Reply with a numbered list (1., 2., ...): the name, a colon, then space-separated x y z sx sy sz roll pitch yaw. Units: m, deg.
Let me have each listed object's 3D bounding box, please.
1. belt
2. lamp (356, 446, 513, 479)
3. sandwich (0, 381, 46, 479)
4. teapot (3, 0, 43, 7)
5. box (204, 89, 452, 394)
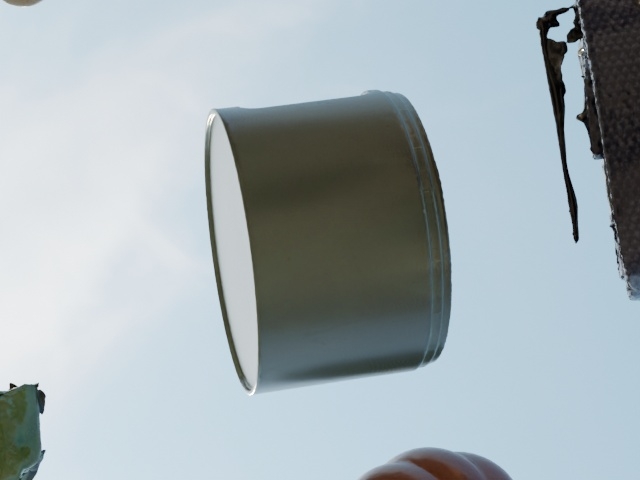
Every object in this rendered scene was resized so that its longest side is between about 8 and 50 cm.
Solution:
1. belt: 0.207 -0.077 1.079 0.126 0.139 0.230 -10 -116 9
2. lamp: 0.099 0.290 1.519 0.196 0.223 0.223 1 -104 53
3. sandwich: -0.255 0.106 0.630 0.245 0.212 0.063 -16 -99 31
4. teapot: -0.157 -0.241 0.818 0.299 0.166 0.208 52 -43 11
5. box: 0.000 0.000 1.375 0.226 0.149 0.226 173 -90 -78
